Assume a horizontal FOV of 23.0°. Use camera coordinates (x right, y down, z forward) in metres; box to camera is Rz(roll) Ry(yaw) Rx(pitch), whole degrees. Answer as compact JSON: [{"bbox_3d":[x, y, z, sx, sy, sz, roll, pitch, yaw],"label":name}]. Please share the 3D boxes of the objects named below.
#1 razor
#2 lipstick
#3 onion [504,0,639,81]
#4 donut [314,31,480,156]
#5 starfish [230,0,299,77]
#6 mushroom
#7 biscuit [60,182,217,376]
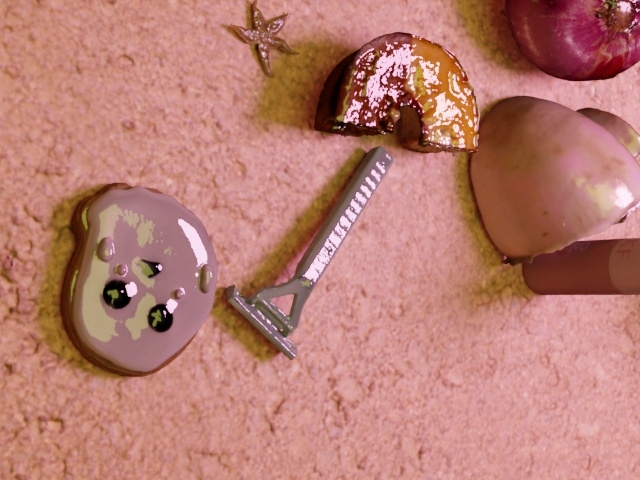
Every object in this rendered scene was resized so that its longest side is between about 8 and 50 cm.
[{"bbox_3d":[0.007,-0.002,1.837,0.111,0.056,0.278,45,66,-22],"label":"razor"},{"bbox_3d":[0.360,0.033,1.948,0.070,0.254,0.070,2,87,-33],"label":"lipstick"},{"bbox_3d":[0.342,-0.291,2.005,0.207,0.201,0.200,-26,103,-44],"label":"onion"},{"bbox_3d":[0.089,-0.171,1.881,0.217,0.085,0.141,14,80,-33],"label":"donut"},{"bbox_3d":[-0.067,-0.234,1.824,0.086,0.016,0.092,-10,96,-31],"label":"starfish"},{"bbox_3d":[0.313,-0.108,1.980,0.236,0.162,0.173,-43,112,-29],"label":"mushroom"},{"bbox_3d":[-0.193,0.045,1.710,0.181,0.049,0.208,17,77,-31],"label":"biscuit"}]
